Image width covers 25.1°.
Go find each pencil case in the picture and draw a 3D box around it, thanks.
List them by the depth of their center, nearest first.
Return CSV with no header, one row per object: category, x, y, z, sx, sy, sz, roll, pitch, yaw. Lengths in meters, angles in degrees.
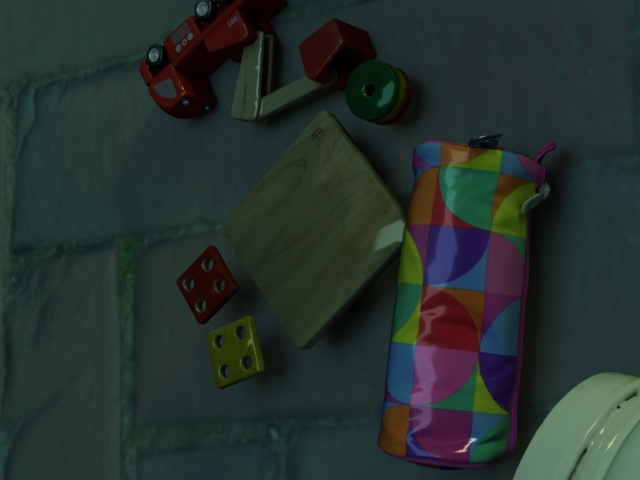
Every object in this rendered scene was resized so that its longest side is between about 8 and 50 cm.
pencil case,0.100,0.042,0.997,0.104,0.104,0.236,7,88,38

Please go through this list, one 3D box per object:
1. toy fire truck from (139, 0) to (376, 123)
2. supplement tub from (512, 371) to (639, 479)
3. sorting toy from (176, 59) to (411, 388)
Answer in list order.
toy fire truck,-0.057,-0.145,1.180,0.192,0.047,0.135,-39,63,27
supplement tub,0.275,0.201,0.748,0.324,0.235,0.235,13,90,38
sorting toy,0.000,0.000,1.112,0.274,0.046,0.132,-48,58,21
